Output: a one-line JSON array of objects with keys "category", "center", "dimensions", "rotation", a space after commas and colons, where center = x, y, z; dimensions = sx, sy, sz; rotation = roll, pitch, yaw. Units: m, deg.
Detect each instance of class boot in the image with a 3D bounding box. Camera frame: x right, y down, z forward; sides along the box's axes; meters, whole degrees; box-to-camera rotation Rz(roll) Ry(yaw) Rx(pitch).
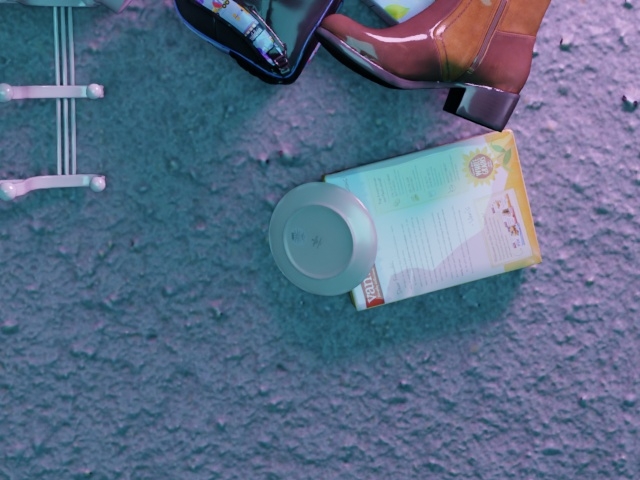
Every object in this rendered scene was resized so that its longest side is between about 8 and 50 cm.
[{"category": "boot", "center": [0.153, -0.295, 1.486], "dimensions": [0.264, 0.096, 0.280], "rotation": [20, 95, -12]}]

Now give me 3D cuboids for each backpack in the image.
[{"category": "backpack", "center": [-0.075, -0.279, 1.520], "dimensions": [0.173, 0.117, 0.158], "rotation": [28, 91, 4]}]

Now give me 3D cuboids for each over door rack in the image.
[{"category": "over door rack", "center": [-0.404, -0.165, 1.478], "dimensions": [0.324, 0.108, 0.240], "rotation": [-2, 96, -16]}]

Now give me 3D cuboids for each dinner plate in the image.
[{"category": "dinner plate", "center": [0.000, 0.000, 1.580], "dimensions": [0.141, 0.017, 0.141], "rotation": [5, 104, 22]}]

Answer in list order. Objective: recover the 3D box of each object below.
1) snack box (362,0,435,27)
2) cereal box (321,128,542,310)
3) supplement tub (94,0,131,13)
[{"category": "snack box", "center": [0.112, -0.347, 1.558], "dimensions": [0.207, 0.070, 0.174], "rotation": [40, 91, -9]}, {"category": "cereal box", "center": [0.135, -0.026, 1.610], "dimensions": [0.240, 0.047, 0.173], "rotation": [-14, 98, -4]}, {"category": "supplement tub", "center": [-0.294, -0.425, 1.414], "dimensions": [0.331, 0.241, 0.241], "rotation": [37, 91, -10]}]
